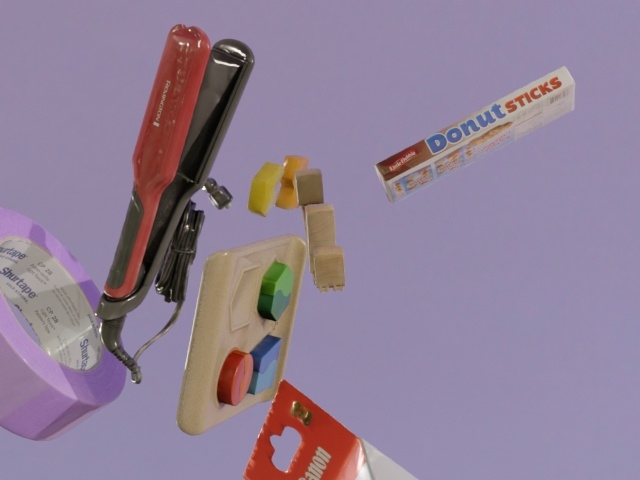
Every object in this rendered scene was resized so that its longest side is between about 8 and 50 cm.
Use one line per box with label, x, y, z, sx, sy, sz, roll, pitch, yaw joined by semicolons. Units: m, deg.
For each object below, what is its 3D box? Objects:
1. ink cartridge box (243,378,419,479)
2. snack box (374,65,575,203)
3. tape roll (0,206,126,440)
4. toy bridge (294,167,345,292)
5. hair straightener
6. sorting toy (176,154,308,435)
ink cartridge box;0.029;0.243;1.276;0.232;0.066;0.189;33;-37;8
snack box;0.131;-0.087;1.305;0.178;0.022;0.064;-28;-17;0
tape roll;-0.352;0.098;1.839;0.090;0.275;0.275;-33;-57;16
toy bridge;0.000;0.000;1.311;0.026;0.188;0.063;-6;-66;-4
hair straightener;-0.084;-0.018;0.992;0.047;0.230;0.089;19;8;41
sorting toy;-0.070;0.059;1.766;0.041;0.229;0.307;15;-80;22
